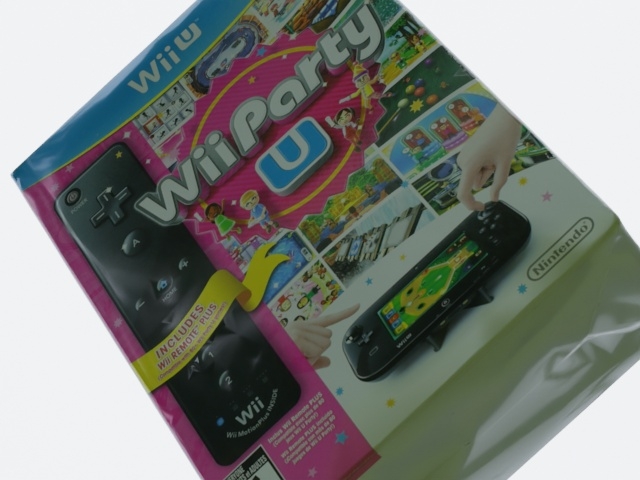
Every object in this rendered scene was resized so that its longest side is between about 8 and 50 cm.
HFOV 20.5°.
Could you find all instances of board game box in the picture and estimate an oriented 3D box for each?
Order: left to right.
[{"bbox_3d":[0.000,0.000,0.886,0.224,0.303,0.097,-43,-43,4],"label":"board game box"}]
